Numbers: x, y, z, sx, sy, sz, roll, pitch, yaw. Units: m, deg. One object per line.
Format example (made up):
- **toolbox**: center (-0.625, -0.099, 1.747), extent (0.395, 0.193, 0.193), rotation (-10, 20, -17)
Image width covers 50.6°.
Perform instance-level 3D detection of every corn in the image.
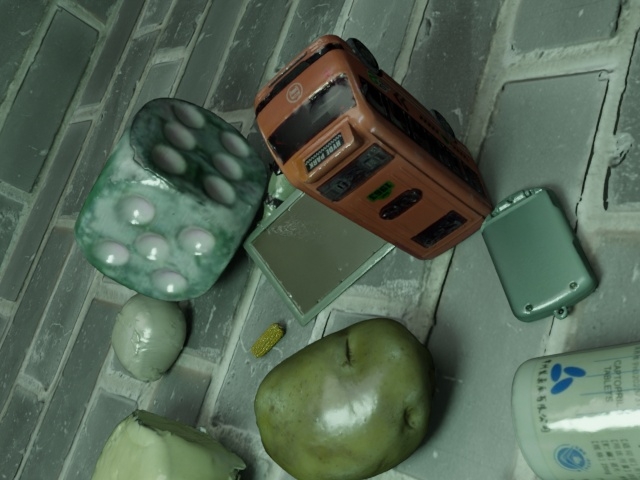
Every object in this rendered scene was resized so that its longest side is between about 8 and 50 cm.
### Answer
- **corn**: center (-0.113, 0.213, 1.442), extent (0.092, 0.037, 0.037), rotation (-47, 43, 13)

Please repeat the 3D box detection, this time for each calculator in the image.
- **calculator**: center (0.345, 0.021, 1.091), extent (0.141, 0.045, 0.246), rotation (-34, 47, 26)

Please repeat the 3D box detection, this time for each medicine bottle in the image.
- **medicine bottle**: center (0.401, 0.209, 0.836), extent (0.293, 0.170, 0.170), rotation (-18, 56, 36)

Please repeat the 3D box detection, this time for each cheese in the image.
- **cheese**: center (-0.412, 0.220, 1.643), extent (0.198, 0.154, 0.189), rotation (41, 116, 44)

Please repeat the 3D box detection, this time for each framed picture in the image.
- **framed picture**: center (0.000, 0.000, 1.393), extent (0.296, 0.019, 0.232), rotation (-42, 75, 20)

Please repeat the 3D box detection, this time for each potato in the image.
- **potato**: center (0.044, 0.271, 1.115), extent (0.326, 0.221, 0.243), rotation (-34, 57, 13)

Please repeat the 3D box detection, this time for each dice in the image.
- **dice**: center (-0.332, -0.093, 1.539), extent (0.348, 0.330, 0.328), rotation (-52, 18, 35)

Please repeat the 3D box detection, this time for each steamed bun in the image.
- **steamed bun**: center (-0.302, 0.510, 1.316), extent (0.334, 0.233, 0.312), rotation (18, 83, 57)

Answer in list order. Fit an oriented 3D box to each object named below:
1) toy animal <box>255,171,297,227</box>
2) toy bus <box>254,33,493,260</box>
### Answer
- **toy animal**: center (-0.069, -0.094, 1.511), extent (0.094, 0.121, 0.225), rotation (22, 85, 48)
- **toy bus**: center (0.099, -0.136, 1.141), extent (0.203, 0.427, 0.233), rotation (-37, 49, 25)
